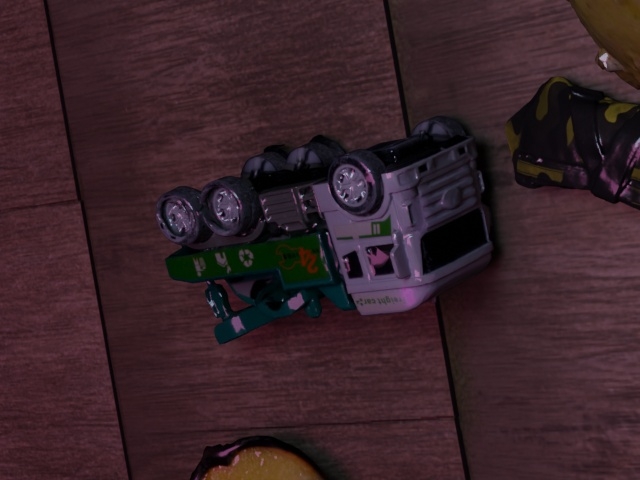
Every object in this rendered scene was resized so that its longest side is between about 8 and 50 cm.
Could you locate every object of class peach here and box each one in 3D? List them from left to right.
[{"bbox_3d":[-0.028,0.318,1.990,0.279,0.068,0.189,46,118,27],"label":"peach"}]

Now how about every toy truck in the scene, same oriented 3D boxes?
[{"bbox_3d":[-0.001,-0.007,1.835,0.363,0.176,0.178,-13,99,43],"label":"toy truck"}]

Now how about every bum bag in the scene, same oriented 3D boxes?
[{"bbox_3d":[0.258,-0.079,1.649,0.232,0.060,0.106,19,103,36],"label":"bum bag"}]

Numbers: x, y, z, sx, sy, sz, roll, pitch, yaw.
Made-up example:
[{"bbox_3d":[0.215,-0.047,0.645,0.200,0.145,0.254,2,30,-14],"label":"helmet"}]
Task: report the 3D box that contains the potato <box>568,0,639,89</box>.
[{"bbox_3d":[0.294,-0.315,1.351,0.319,0.385,0.442,41,132,39],"label":"potato"}]
